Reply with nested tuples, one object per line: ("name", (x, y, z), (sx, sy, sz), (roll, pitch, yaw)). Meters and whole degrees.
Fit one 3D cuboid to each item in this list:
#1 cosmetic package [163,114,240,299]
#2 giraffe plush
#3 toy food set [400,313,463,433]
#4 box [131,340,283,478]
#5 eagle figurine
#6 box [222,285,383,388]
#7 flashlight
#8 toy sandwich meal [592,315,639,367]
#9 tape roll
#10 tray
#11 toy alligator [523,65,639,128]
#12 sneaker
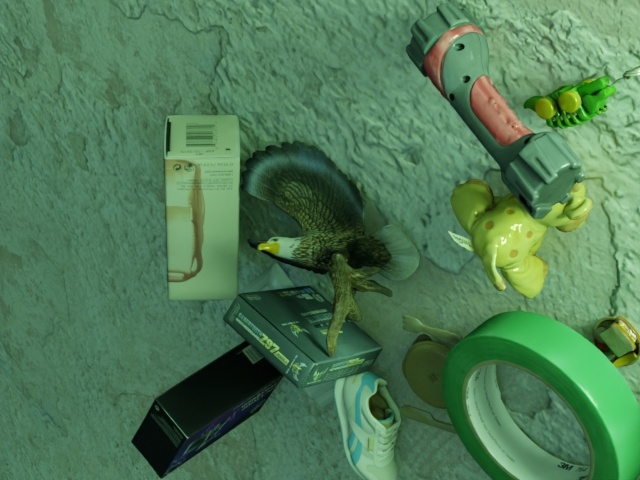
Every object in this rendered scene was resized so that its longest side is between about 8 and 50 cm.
("cosmetic package", (-0.205, -0.055, 2.077), (0.153, 0.129, 0.296), (-99, 10, -55))
("giraffe plush", (0.282, -0.040, 1.599), (0.170, 0.210, 0.181), (-38, 74, 20))
("toy food set", (0.189, 0.214, 1.952), (0.132, 0.038, 0.192), (17, 120, 32))
("box", (-0.209, 0.311, 2.258), (0.103, 0.261, 0.184), (50, 141, 11))
("eagle figurine", (-0.009, -0.003, 1.937), (0.226, 0.225, 0.298), (-47, 36, 11))
("box", (-0.025, 0.155, 1.985), (0.183, 0.233, 0.059), (41, 111, 24))
("flashlight", (0.226, -0.176, 1.538), (0.304, 0.103, 0.103), (56, 178, 32))
("toy sandwich meal", (0.410, 0.143, 1.664), (0.086, 0.029, 0.085), (26, 131, 34))
("tape roll", (0.325, 0.260, 1.774), (0.321, 0.077, 0.321), (33, 140, 32))
("tray", (-0.046, 0.180, 2.184), (0.270, 0.030, 0.145), (56, 142, 4))
("toy alligator", (0.337, -0.175, 1.515), (0.190, 0.056, 0.051), (-11, 105, 50))
("sneaker", (0.094, 0.334, 2.088), (0.092, 0.087, 0.228), (2, 117, 44))
